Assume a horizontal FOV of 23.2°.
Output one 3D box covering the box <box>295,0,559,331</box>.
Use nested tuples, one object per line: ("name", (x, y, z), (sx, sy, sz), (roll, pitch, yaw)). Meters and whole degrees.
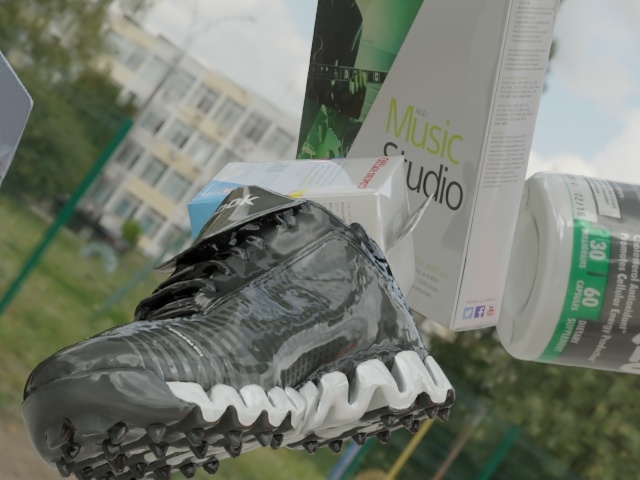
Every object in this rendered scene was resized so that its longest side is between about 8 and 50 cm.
("box", (0.076, -0.118, 1.250), (0.058, 0.322, 0.232), (-4, 21, -37))

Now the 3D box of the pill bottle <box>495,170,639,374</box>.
("pill bottle", (0.383, 0.047, 1.661), (0.361, 0.204, 0.204), (7, 1, -10))

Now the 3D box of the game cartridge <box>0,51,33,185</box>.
("game cartridge", (-0.297, -0.013, 1.003), (0.062, 0.297, 0.198), (21, -21, 16))

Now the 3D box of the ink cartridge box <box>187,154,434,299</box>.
("ink cartridge box", (0.000, 0.000, 1.018), (0.143, 0.090, 0.092), (-2, 18, 15))

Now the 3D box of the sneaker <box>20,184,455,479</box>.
("sneaker", (-0.033, 0.030, 0.581), (0.234, 0.078, 0.106), (3, 67, -58))
